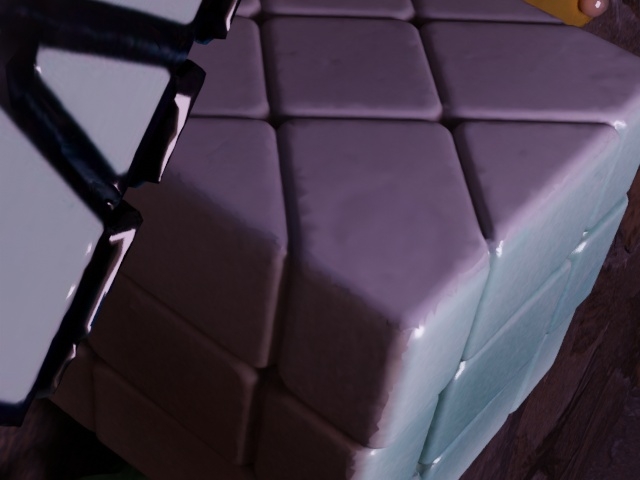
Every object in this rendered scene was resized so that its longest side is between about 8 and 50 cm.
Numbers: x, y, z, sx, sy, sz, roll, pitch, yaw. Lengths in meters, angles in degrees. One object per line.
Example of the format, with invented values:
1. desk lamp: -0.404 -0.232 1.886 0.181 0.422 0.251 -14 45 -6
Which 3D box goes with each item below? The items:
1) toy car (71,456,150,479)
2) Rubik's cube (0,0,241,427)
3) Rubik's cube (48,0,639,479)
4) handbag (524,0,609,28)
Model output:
1. toy car: -0.102 0.229 0.958 0.359 0.176 0.213 -55 148 -75
2. Rubik's cube: -0.220 -0.122 0.393 0.288 0.283 0.293 -66 156 -6
3. Rubik's cube: 0.000 0.000 0.773 0.322 0.318 0.316 -40 153 -36
4. handbag: 0.204 -0.327 1.185 0.401 0.133 0.283 -34 132 -48
